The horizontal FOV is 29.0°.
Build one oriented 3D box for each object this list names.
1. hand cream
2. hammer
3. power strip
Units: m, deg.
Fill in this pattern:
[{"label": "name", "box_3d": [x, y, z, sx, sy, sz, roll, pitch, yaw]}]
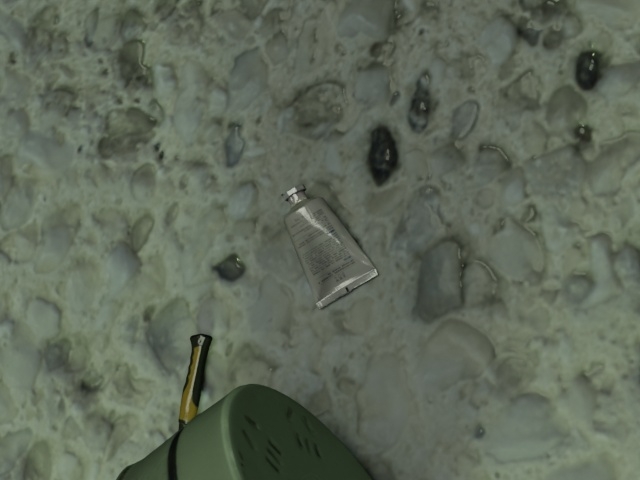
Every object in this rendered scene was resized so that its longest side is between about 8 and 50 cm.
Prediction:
[{"label": "hand cream", "box_3d": [0.000, 0.000, 1.465, 0.084, 0.053, 0.142, -32, 82, 15]}, {"label": "hammer", "box_3d": [-0.158, 0.212, 1.492, 0.078, 0.021, 0.201, 8, 82, 26]}, {"label": "power strip", "box_3d": [-0.045, 0.318, 1.227, 0.161, 0.357, 0.357, -37, 65, 14]}]
